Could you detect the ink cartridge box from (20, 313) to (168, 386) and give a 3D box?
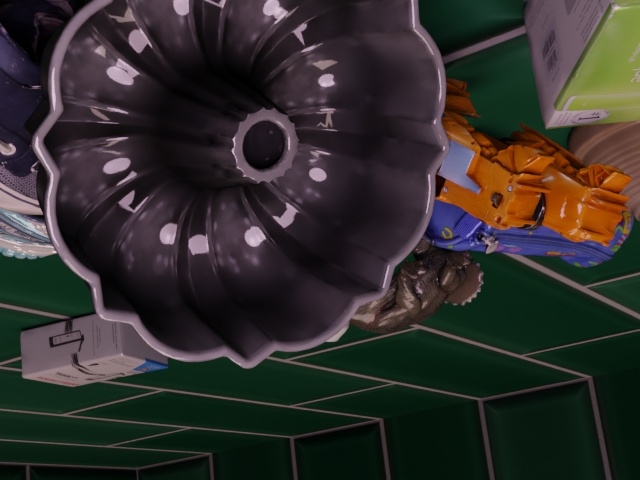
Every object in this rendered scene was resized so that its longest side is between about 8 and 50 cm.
[{"bbox_3d":[-0.383,0.186,1.808,0.203,0.086,0.148,-14,161,21],"label":"ink cartridge box"}]

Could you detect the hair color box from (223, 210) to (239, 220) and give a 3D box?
[{"bbox_3d":[-0.124,-0.090,0.921,0.093,0.167,0.053,-1,163,-15],"label":"hair color box"}]

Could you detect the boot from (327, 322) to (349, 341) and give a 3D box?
[{"bbox_3d":[-0.055,-0.003,1.162,0.244,0.176,0.088,24,-177,-11],"label":"boot"}]

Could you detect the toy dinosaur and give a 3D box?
[{"bbox_3d":[0.115,0.067,1.414,0.313,0.121,0.160,-30,144,-23],"label":"toy dinosaur"}]

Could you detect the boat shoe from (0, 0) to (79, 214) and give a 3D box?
[{"bbox_3d":[-0.234,-0.112,0.875,0.158,0.127,0.340,-5,163,20],"label":"boat shoe"}]

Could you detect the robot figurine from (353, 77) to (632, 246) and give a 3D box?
[{"bbox_3d":[0.125,-0.088,0.953,0.211,0.291,0.085,8,112,-40],"label":"robot figurine"}]

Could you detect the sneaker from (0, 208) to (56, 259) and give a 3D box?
[{"bbox_3d":[-0.236,-0.030,1.170,0.283,0.110,0.122,0,157,-20],"label":"sneaker"}]

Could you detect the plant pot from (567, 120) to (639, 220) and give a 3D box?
[{"bbox_3d":[0.410,-0.087,1.217,0.237,0.110,0.237,-6,163,-2],"label":"plant pot"}]

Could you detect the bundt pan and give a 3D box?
[{"bbox_3d":[-0.069,-0.081,0.797,0.331,0.331,0.124,6,-170,-33],"label":"bundt pan"}]

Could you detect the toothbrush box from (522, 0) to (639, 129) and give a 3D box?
[{"bbox_3d":[0.327,-0.193,0.845,0.283,0.122,0.206,-6,162,-5],"label":"toothbrush box"}]

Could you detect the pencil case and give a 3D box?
[{"bbox_3d":[0.250,-0.035,1.285,0.306,0.133,0.119,8,140,-40],"label":"pencil case"}]
